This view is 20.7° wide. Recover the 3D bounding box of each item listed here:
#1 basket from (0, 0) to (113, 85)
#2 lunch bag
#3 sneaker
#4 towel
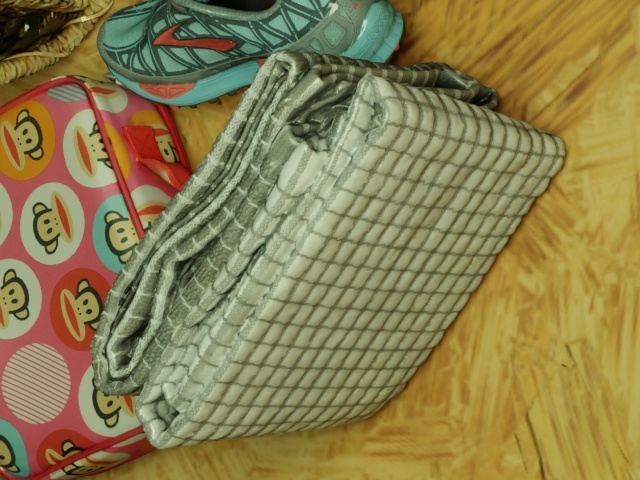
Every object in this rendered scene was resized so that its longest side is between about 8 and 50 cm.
[{"bbox_3d":[-0.272,-0.219,1.301,0.223,0.299,0.213,-1,90,32],"label":"basket"},{"bbox_3d":[-0.177,0.023,1.353,0.258,0.120,0.293,-26,77,30],"label":"lunch bag"},{"bbox_3d":[-0.068,-0.174,1.254,0.262,0.125,0.104,-1,52,36],"label":"sneaker"},{"bbox_3d":[0.000,0.000,1.173,0.121,0.235,0.283,45,114,30],"label":"towel"}]
